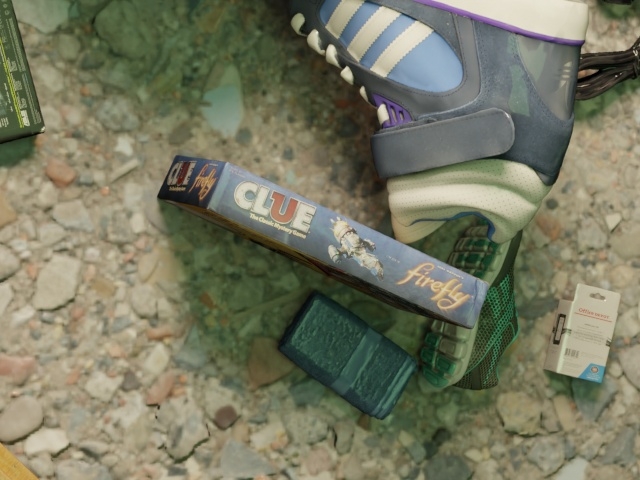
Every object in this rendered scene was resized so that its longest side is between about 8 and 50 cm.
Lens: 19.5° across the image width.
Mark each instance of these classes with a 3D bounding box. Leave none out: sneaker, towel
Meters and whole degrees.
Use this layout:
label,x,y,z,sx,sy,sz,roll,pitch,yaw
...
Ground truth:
label,x,y,z,sx,sy,sz,roll,pitch,yaw
sneaker,0.147,0.057,1.643,0.076,0.065,0.166,22,89,-35
sneaker,0.051,-0.119,1.510,0.130,0.323,0.236,-12,119,-60
towel,0.024,0.100,1.611,0.119,0.029,0.067,37,81,-18

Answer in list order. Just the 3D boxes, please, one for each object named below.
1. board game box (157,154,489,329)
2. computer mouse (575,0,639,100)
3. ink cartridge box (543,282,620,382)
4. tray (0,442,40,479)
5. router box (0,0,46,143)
label,x,y,z,sx,sy,sz,roll,pitch,yaw
board game box,0.000,0.000,1.526,0.243,0.165,0.042,25,86,-19
computer mouse,0.243,-0.256,1.655,0.184,0.060,0.262,-23,112,-21
ink cartridge box,0.237,0.083,1.683,0.048,0.028,0.083,14,88,-19
tray,-0.337,0.370,1.479,0.411,0.076,0.203,-46,105,-10
router box,-0.281,-0.133,1.488,0.092,0.038,0.122,-16,98,-18
